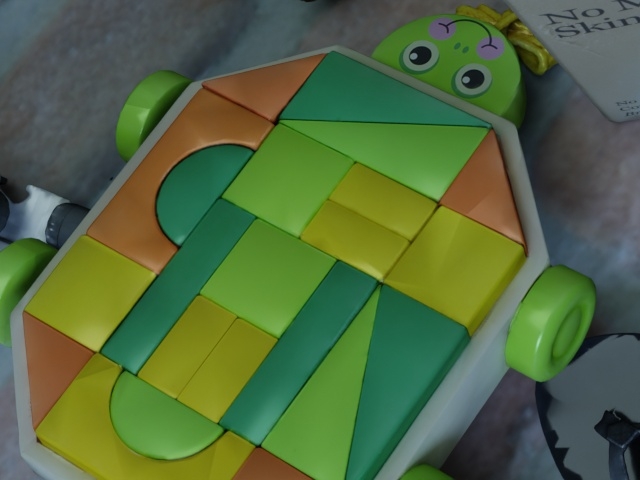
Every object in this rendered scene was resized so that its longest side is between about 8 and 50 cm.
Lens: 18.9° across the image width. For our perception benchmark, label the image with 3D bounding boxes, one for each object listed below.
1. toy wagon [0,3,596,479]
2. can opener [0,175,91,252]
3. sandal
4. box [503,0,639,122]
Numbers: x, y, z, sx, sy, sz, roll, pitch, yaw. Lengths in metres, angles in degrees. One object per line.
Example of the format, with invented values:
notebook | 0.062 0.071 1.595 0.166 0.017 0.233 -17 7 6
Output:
toy wagon | 0.000 0.000 0.949 0.267 0.068 0.344 28 71 26
can opener | -0.140 0.015 1.059 0.280 0.093 0.074 20 86 21
sandal | 0.193 0.142 0.904 0.097 0.054 0.254 -40 67 10
box | 0.151 -0.158 0.844 0.148 0.311 0.121 -11 75 21
